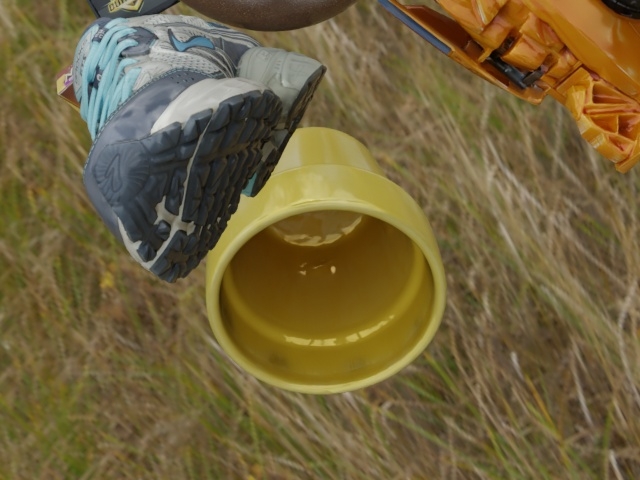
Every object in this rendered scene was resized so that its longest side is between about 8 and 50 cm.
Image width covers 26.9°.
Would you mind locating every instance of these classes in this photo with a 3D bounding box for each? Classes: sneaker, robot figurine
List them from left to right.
[{"bbox_3d":[-0.088,-0.064,0.716,0.122,0.283,0.110,27,104,2],"label":"sneaker"},{"bbox_3d":[0.067,-0.162,0.571,0.085,0.291,0.211,-59,8,-32],"label":"robot figurine"}]

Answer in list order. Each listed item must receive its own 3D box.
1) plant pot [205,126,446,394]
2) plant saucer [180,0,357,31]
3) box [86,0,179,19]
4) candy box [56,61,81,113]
[{"bbox_3d":[0.000,0.000,1.480,0.254,0.254,0.239,-23,33,11],"label":"plant pot"},{"bbox_3d":[-0.042,-0.348,1.219,0.310,0.310,0.050,-50,22,-13],"label":"plant saucer"},{"bbox_3d":[-0.217,-0.387,1.713,0.220,0.175,0.051,-27,15,7],"label":"box"},{"bbox_3d":[-0.226,-0.171,1.671,0.109,0.187,0.053,-38,34,16],"label":"candy box"}]
